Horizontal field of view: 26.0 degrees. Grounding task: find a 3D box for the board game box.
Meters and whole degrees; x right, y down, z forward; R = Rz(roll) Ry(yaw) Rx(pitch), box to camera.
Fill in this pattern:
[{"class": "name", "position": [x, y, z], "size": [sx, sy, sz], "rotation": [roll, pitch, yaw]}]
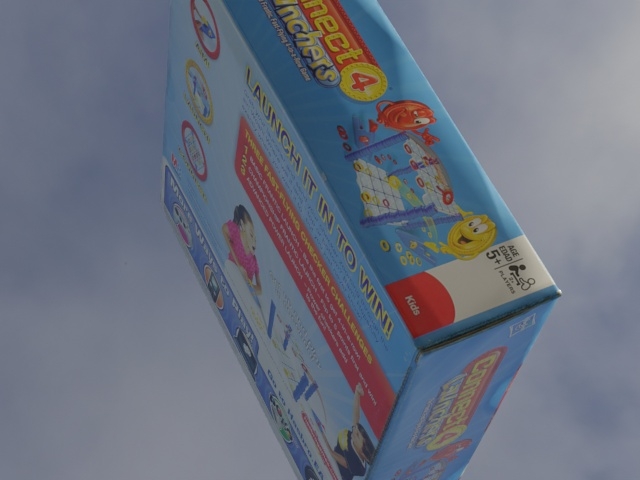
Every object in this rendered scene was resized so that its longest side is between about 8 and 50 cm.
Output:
[{"class": "board game box", "position": [0.000, 0.000, 0.866], "size": [0.086, 0.302, 0.308], "rotation": [-19, -117, -19]}]
